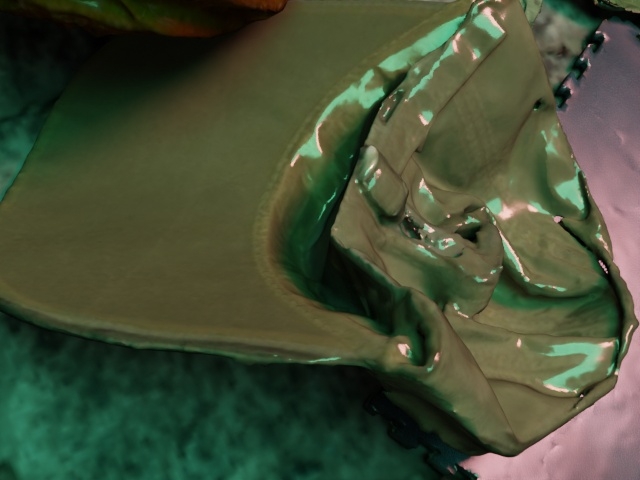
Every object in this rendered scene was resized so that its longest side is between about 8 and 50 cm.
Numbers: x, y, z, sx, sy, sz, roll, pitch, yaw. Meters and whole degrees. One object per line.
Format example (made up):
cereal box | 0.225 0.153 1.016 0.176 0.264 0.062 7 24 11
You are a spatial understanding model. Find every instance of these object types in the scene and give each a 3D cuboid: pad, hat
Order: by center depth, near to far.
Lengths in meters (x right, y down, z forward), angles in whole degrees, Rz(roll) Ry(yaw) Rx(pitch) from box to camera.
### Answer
hat | 0.000 0.000 0.496 0.245 0.149 0.214 -4 45 26
pad | 0.190 0.052 0.567 0.270 0.012 0.269 37 66 0

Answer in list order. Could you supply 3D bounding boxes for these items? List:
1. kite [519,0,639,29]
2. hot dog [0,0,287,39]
kite | 0.103 -0.177 0.620 0.323 0.013 0.267 13 65 -6
hot dog | -0.080 -0.177 0.512 0.175 0.114 0.259 12 43 0
